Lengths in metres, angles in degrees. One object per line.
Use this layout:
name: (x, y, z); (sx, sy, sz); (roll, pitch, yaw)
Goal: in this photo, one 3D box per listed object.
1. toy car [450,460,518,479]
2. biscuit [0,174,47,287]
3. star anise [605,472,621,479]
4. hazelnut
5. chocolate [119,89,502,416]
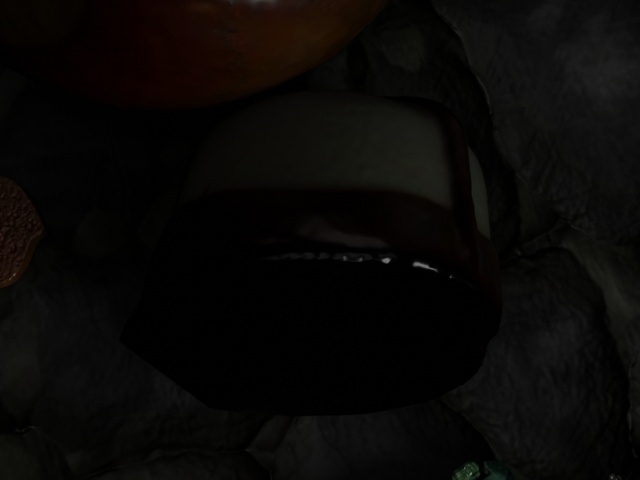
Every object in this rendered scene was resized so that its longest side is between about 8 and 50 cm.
toy car: (0.084, 0.241, 1.034); (0.186, 0.058, 0.093); (-31, 76, -22)
biscuit: (-0.292, -0.004, 1.116); (0.130, 0.019, 0.102); (-13, 74, -5)
star anise: (0.264, 0.236, 1.047); (0.141, 0.042, 0.141); (1, 75, -4)
hazelnut: (-0.105, -0.273, 1.008); (0.409, 0.359, 0.359); (21, 70, 44)
chocolate: (0.000, 0.000, 1.016); (0.283, 0.283, 0.186); (-2, 59, -2)
